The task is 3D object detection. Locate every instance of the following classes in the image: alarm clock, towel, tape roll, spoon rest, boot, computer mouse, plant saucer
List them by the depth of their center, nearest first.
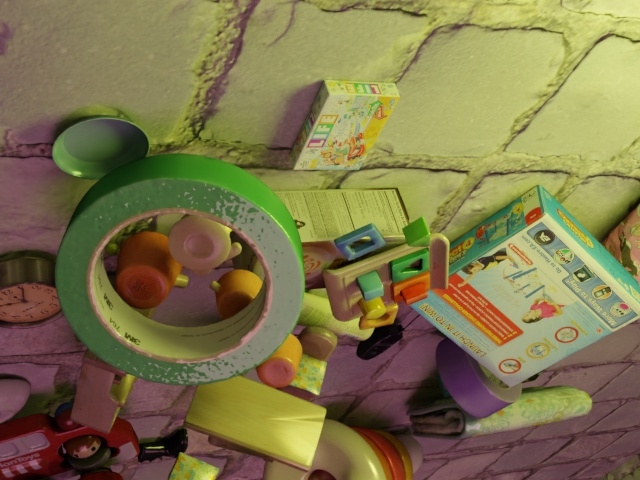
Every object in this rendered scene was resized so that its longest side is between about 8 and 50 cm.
[{"bbox_3d":[-0.274,-0.120,1.122,0.120,0.021,0.119,-12,149,-7],"label":"plant saucer"},{"bbox_3d":[-0.181,0.045,1.191,0.322,0.077,0.321,-1,119,-2],"label":"tape roll"},{"bbox_3d":[-0.440,0.067,1.301,0.129,0.064,0.192,-24,151,12],"label":"alarm clock"},{"bbox_3d":[-0.640,0.288,1.566,0.276,0.084,0.137,-7,152,-42],"label":"spoon rest"},{"bbox_3d":[0.162,0.162,1.799,0.242,0.041,0.071,-39,153,20],"label":"computer mouse"},{"bbox_3d":[0.337,0.275,1.915,0.189,0.188,0.080,16,135,-43],"label":"tape roll"},{"bbox_3d":[-0.353,0.458,2.008,0.099,0.045,0.121,1,145,-23],"label":"boot"},{"bbox_3d":[0.409,0.404,2.147,0.321,0.090,0.374,-8,172,-17],"label":"towel"}]

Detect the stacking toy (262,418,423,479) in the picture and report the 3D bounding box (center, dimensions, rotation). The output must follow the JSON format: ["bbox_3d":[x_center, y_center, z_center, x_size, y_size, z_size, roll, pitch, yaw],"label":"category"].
[{"bbox_3d":[0.115,0.593,2.281,0.351,0.350,0.480,-35,162,28],"label":"stacking toy"}]

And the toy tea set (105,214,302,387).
[{"bbox_3d":[-0.161,0.090,1.337,0.200,0.124,0.336,-25,115,11],"label":"toy tea set"}]

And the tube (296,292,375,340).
[{"bbox_3d":[-0.004,0.131,1.643,0.240,0.062,0.070,17,94,-38],"label":"tube"}]

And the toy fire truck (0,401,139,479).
[{"bbox_3d":[-0.511,0.406,1.724,0.302,0.169,0.253,-15,144,-6],"label":"toy fire truck"}]

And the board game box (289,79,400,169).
[{"bbox_3d":[0.030,-0.153,1.218,0.104,0.026,0.154,-2,146,-24],"label":"board game box"}]

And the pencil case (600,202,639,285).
[{"bbox_3d":[0.654,-0.033,1.610,0.160,0.167,0.386,-38,168,-41],"label":"pencil case"}]

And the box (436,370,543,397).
[{"bbox_3d":[0.407,0.306,2.127,0.245,0.060,0.100,-7,148,-16],"label":"box"}]

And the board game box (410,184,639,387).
[{"bbox_3d":[0.365,0.093,1.614,0.302,0.086,0.308,-35,119,29],"label":"board game box"}]

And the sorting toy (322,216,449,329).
[{"bbox_3d":[0.109,0.073,1.411,0.196,0.047,0.347,-17,151,-2],"label":"sorting toy"}]

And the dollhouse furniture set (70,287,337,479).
[{"bbox_3d":[-0.177,0.242,1.458,0.394,0.362,0.256,22,142,-5],"label":"dollhouse furniture set"}]

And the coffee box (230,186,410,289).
[{"bbox_3d":[0.000,0.000,1.381,0.247,0.098,0.141,-3,147,-24],"label":"coffee box"}]
